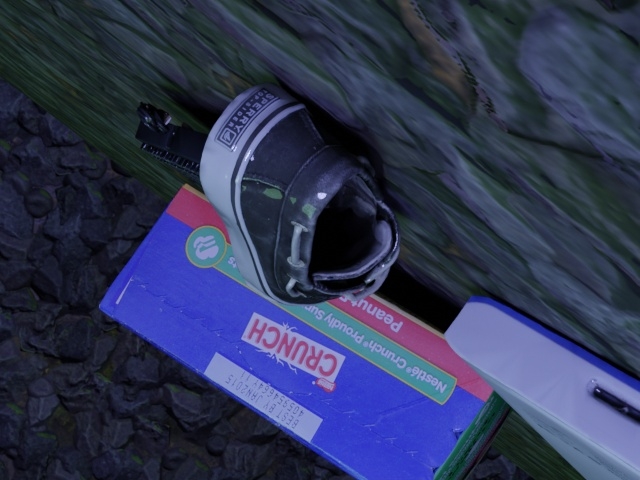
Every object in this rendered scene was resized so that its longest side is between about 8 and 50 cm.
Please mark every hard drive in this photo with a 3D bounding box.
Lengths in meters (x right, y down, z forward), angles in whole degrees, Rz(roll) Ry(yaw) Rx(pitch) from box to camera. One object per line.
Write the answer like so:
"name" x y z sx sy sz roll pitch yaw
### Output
"hard drive" 0.221 0.154 0.642 0.210 0.040 0.318 31 172 40

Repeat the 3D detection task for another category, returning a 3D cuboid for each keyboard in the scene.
"keyboard" -0.079 -0.051 0.664 0.108 0.023 0.180 40 173 -24

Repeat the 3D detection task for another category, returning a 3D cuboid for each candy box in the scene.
"candy box" 0.014 0.093 0.849 0.268 0.122 0.317 31 179 16

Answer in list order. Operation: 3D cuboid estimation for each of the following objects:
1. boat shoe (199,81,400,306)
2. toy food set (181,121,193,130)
"boat shoe" 0.000 0.000 0.531 0.070 0.078 0.219 36 173 18
"toy food set" -0.031 -0.041 0.672 0.122 0.019 0.078 35 174 17
